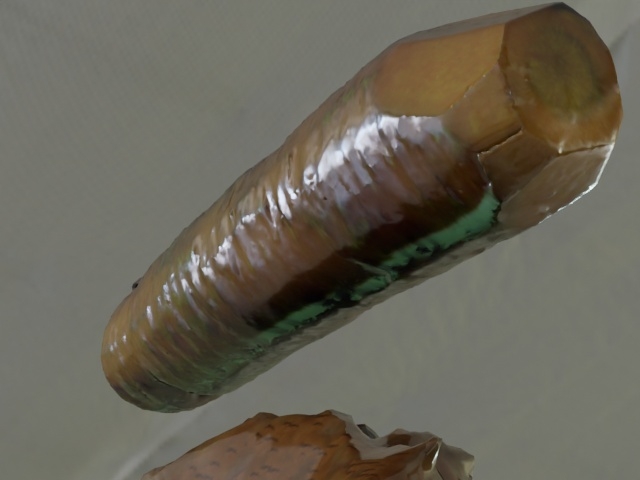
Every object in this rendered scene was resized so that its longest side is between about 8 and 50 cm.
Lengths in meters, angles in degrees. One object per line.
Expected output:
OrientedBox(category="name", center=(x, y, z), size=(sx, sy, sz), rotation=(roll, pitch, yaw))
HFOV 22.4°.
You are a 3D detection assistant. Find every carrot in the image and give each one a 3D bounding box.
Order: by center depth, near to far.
OrientedBox(category="carrot", center=(0.000, 0.000, 0.545), size=(0.070, 0.070, 0.260), rotation=(22, -32, -23))

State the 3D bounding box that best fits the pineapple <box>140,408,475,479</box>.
OrientedBox(category="pineapple", center=(0.075, 0.223, 0.536), size=(0.357, 0.223, 0.223), rotation=(40, -48, -20))
